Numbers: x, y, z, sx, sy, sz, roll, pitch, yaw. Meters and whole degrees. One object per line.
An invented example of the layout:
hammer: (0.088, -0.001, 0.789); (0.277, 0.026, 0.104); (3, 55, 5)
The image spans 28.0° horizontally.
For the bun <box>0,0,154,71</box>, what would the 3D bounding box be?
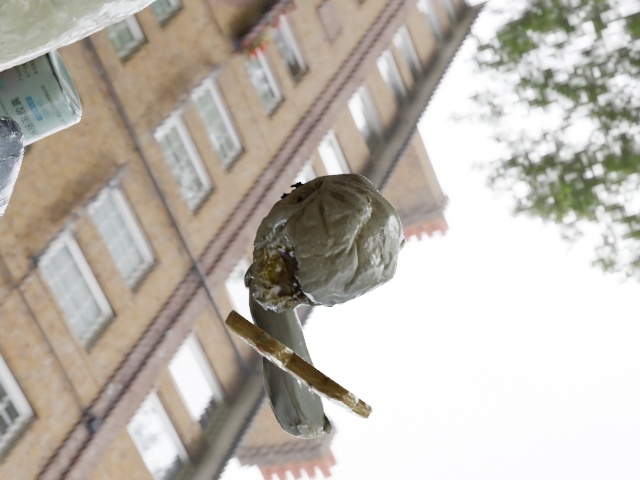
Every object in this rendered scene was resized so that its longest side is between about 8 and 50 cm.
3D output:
bun: (-0.229, -0.298, 0.843); (0.365, 0.365, 0.219); (-31, -175, -18)

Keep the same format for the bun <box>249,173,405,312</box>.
bun: (0.014, -0.006, 2.170); (0.281, 0.205, 0.281); (-19, -171, 3)

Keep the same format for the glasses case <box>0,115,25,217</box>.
glasses case: (-0.446, -0.072, 1.635); (0.109, 0.067, 0.282); (-18, 161, -29)

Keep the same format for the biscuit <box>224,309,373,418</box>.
biscuit: (-0.034, 0.161, 1.670); (0.234, 0.153, 0.030); (32, -98, 26)

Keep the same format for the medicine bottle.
medicine bottle: (-0.460, -0.210, 1.940); (0.168, 0.135, 0.135); (-22, -157, 2)

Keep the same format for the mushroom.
mushroom: (-0.066, 0.196, 2.308); (0.097, 0.351, 0.109); (-8, 156, -19)
